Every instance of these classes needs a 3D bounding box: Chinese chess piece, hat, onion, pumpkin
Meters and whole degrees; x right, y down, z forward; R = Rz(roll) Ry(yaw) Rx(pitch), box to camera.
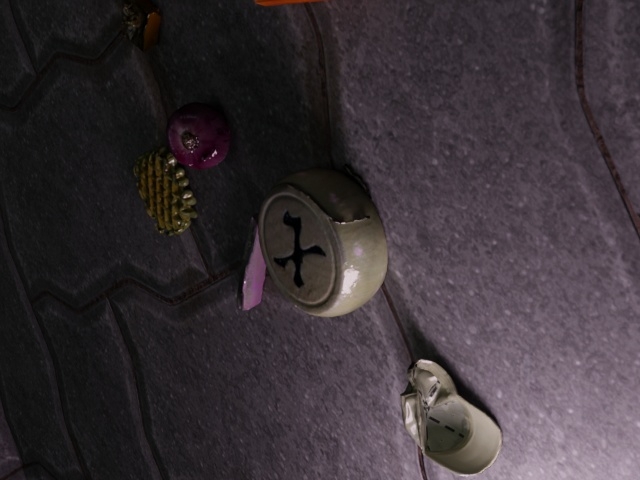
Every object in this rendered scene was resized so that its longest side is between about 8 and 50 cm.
[{"bbox_3d":[0.000,0.000,1.645,0.238,0.092,0.237,28,127,45],"label":"Chinese chess piece"},{"bbox_3d":[0.185,0.254,1.548,0.166,0.081,0.122,28,90,27],"label":"hat"},{"bbox_3d":[-0.205,-0.177,1.847,0.104,0.115,0.115,-62,-40,-76],"label":"onion"},{"bbox_3d":[-0.321,-0.388,1.931,0.074,0.054,0.083,41,131,30],"label":"pumpkin"}]

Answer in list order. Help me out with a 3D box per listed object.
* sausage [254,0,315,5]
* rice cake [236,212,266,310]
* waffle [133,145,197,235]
[{"bbox_3d":[-0.011,-0.363,1.496,0.234,0.071,0.071,10,114,52],"label":"sausage"},{"bbox_3d":[-0.111,0.038,1.862,0.036,0.047,0.206,-121,35,-43],"label":"rice cake"},{"bbox_3d":[-0.292,-0.092,2.054,0.183,0.036,0.169,-16,95,58],"label":"waffle"}]
